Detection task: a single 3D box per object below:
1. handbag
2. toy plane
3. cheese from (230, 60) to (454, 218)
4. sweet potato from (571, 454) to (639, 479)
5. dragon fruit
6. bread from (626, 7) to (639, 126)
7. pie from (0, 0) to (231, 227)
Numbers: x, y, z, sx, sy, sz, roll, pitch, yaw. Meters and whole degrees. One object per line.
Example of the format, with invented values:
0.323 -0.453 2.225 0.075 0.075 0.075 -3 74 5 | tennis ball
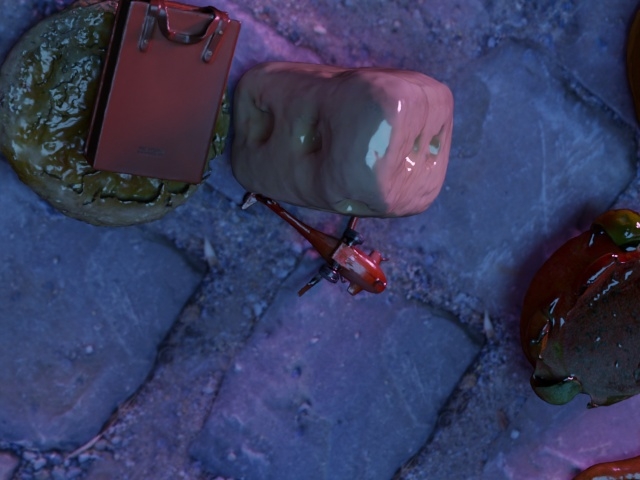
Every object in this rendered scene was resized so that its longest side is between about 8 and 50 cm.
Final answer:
-0.169 -0.162 1.509 0.127 0.063 0.190 8 108 -27 | handbag
0.005 -0.006 1.676 0.126 0.077 0.194 -37 106 -15 | toy plane
0.062 -0.109 1.576 0.248 0.251 0.174 0 95 -32 | cheese
0.468 0.306 1.949 0.264 0.057 0.057 -18 112 -12 | sweet potato
0.378 0.086 1.792 0.295 0.130 0.268 -33 116 1 | dragon fruit
0.484 -0.194 1.747 0.195 0.142 0.270 -21 115 -12 | bread
-0.225 -0.138 1.558 0.274 0.055 0.274 -9 113 -22 | pie
